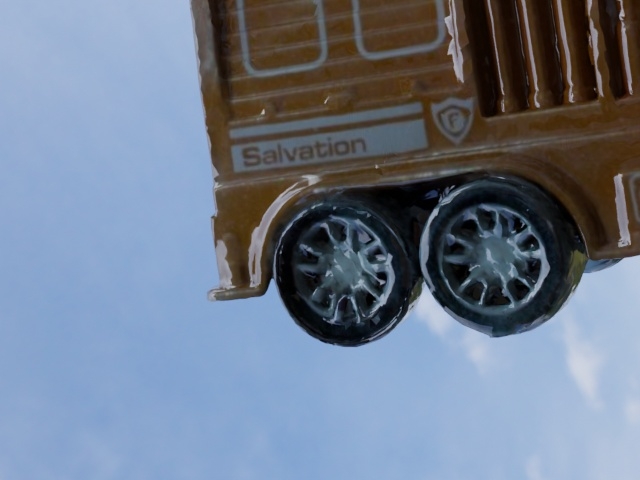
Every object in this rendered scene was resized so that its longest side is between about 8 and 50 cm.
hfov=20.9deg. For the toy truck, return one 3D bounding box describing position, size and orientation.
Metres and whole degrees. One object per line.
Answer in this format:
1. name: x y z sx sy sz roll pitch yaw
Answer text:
1. toy truck: 0.110 -0.062 0.602 0.136 0.305 0.162 -24 -74 -65
